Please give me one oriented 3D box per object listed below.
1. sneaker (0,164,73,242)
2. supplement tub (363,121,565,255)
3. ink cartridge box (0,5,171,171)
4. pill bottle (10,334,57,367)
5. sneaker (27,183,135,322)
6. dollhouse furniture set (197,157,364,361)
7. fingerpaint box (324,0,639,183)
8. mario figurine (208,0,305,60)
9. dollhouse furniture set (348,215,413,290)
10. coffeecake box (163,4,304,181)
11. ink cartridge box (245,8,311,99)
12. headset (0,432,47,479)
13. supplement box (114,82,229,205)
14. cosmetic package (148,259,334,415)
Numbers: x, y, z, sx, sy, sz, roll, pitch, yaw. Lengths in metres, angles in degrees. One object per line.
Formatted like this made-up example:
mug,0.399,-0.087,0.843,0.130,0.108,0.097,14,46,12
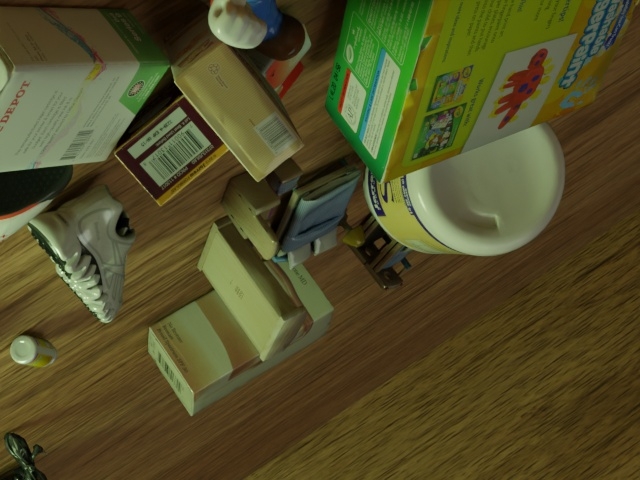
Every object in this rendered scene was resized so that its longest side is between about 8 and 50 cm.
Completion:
sneaker,-0.391,-0.014,1.427,0.270,0.090,0.145,-31,163,-6
supplement tub,0.206,-0.097,1.948,0.241,0.241,0.331,-33,-172,-12
ink cartridge box,-0.282,-0.153,1.276,0.212,0.093,0.154,-15,152,-53
pill bottle,-0.425,0.166,1.882,0.043,0.043,0.083,-38,162,5
sneaker,-0.294,0.020,1.683,0.118,0.110,0.292,-42,164,-15
dollhouse furniture set,0.000,0.000,2.013,0.303,0.198,0.286,-26,160,-31
fingerpaint box,0.226,-0.319,1.577,0.371,0.163,0.445,-22,150,-23
mario figurine,-0.046,-0.282,1.248,0.170,0.198,0.320,-25,167,5
dollhouse furniture set,0.173,-0.003,2.441,0.183,0.129,0.129,-12,150,-53
coffeecake box,-0.097,-0.164,1.372,0.068,0.142,0.185,-37,-156,5
ink cartridge box,-0.063,-0.191,1.600,0.145,0.045,0.179,-54,161,-8
headset,-0.593,0.475,2.262,0.243,0.185,0.394,-25,174,-44
supplement box,-0.170,-0.119,1.451,0.104,0.081,0.188,-39,-165,4
cosmetic package,-0.141,0.159,2.224,0.296,0.153,0.129,-31,162,-21
